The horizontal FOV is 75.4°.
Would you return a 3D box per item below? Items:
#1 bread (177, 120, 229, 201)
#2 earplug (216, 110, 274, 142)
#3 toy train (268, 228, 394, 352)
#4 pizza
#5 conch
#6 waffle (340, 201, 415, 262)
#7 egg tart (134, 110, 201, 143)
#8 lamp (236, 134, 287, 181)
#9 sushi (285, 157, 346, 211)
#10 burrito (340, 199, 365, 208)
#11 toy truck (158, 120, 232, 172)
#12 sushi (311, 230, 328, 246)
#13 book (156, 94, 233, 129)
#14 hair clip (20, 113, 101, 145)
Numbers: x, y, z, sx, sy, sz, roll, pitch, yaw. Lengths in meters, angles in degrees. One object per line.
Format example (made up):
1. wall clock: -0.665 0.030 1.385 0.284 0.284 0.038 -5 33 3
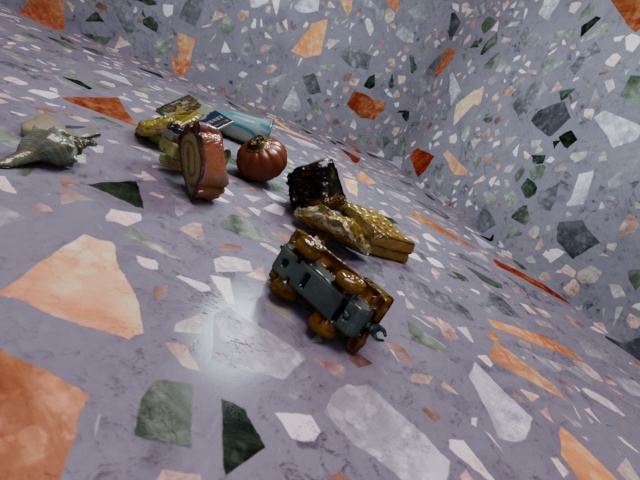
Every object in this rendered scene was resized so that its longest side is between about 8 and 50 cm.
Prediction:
1. bread: -0.386 -0.248 1.363 0.123 0.244 0.190 -5 1 -41
2. earplug: -0.428 -0.607 2.218 0.324 0.185 0.185 16 23 -10
3. toy train: 0.038 0.129 1.060 0.369 0.163 0.232 38 12 28
4. pizza: 0.048 -0.055 1.478 0.323 0.089 0.223 29 -11 5
5. conch: -0.753 -0.263 1.134 0.234 0.114 0.137 -7 25 -45
6. waffle: 0.230 -0.041 1.747 0.224 0.098 0.327 15 22 -30
7. egg tart: -0.610 -0.456 1.676 0.279 0.095 0.279 -8 28 4
8. lamp: -0.251 -0.350 1.771 0.223 0.196 0.223 -5 46 5
9. sushi: -0.019 -0.202 1.686 0.348 0.234 0.207 -4 76 -78
10. burrito: 0.102 -0.171 1.934 0.230 0.058 0.063 24 4 19
11. toy truck: -0.468 -0.319 1.526 0.124 0.157 0.272 35 11 27
12. sushi: -0.002 0.002 1.443 0.060 0.061 0.118 45 41 -1
13. book: -0.635 -0.633 2.097 0.322 0.018 0.228 32 50 16
14. hair clip: -0.808 -0.336 1.301 0.159 0.071 0.218 40 30 27
